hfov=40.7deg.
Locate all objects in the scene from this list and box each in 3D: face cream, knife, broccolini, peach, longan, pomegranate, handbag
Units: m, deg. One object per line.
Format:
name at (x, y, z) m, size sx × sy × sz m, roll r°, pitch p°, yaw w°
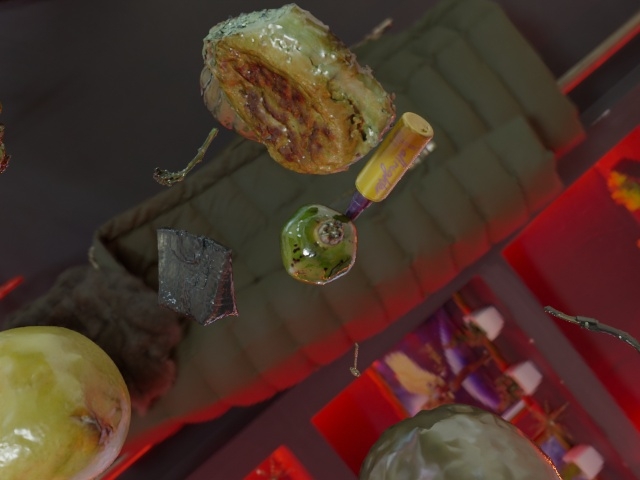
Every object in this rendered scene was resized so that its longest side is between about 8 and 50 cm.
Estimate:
face cream at (0.132, -0.145, 1.819) m, size 0.078 × 0.078 × 0.273 m, roll 47°, pitch 125°, yaw 14°
knife at (0.578, 0.179, 1.823) m, size 0.222 × 0.045 × 0.021 m, roll 24°, pitch 133°, yaw 7°
broccolini at (-0.281, -0.171, 1.851) m, size 0.052 × 0.194 × 0.054 m, roll 58°, pitch -160°, yaw 4°
peach at (-0.474, 0.292, 1.442) m, size 0.281 × 0.316 × 0.314 m, roll 37°, pitch -146°, yaw -47°
longan at (0.240, 0.510, 1.489) m, size 0.404 × 0.435 × 0.404 m, roll 17°, pitch 167°, yaw 4°
pomegranate at (0.000, 0.000, 1.829) m, size 0.180 × 0.180 × 0.209 m, roll 49°, pitch 161°, yaw 5°
handbag at (-0.253, 0.066, 1.735) m, size 0.270 × 0.089 × 0.175 m, roll 15°, pitch 112°, yaw 48°

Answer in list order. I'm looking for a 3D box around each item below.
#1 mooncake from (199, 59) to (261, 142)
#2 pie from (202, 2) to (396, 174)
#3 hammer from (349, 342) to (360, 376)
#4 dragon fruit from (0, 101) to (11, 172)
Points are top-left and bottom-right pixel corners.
mooncake at (-0.108, -0.343, 1.827) m, size 0.290 × 0.290 × 0.161 m, roll 45°, pitch 135°, yaw 19°
pie at (-0.048, -0.236, 1.399) m, size 0.355 × 0.103 × 0.288 m, roll 5°, pitch 136°, yaw 44°
hammer at (0.074, 0.251, 1.821) m, size 0.029 × 0.014 × 0.123 m, roll 38°, pitch 152°, yaw 25°
dragon fruit at (-0.603, -0.158, 1.290) m, size 0.231 × 0.237 × 0.302 m, roll 12°, pitch 120°, yaw 21°
